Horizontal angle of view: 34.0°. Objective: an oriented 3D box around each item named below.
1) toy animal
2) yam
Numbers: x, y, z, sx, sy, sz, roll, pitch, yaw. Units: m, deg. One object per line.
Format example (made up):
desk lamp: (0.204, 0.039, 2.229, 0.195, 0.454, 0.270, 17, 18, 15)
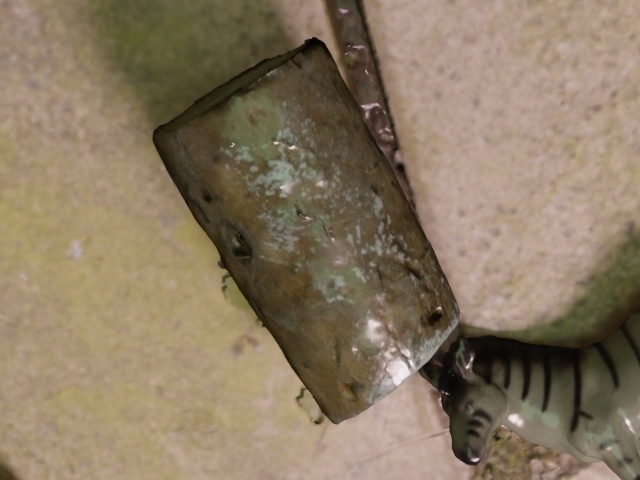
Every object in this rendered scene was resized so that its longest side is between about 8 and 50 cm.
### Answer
toy animal: (0.184, 0.081, 0.617, 0.217, 0.073, 0.176, -41, 90, 1)
yam: (0.000, 0.000, 0.557, 0.107, 0.107, 0.194, -29, 106, 2)
